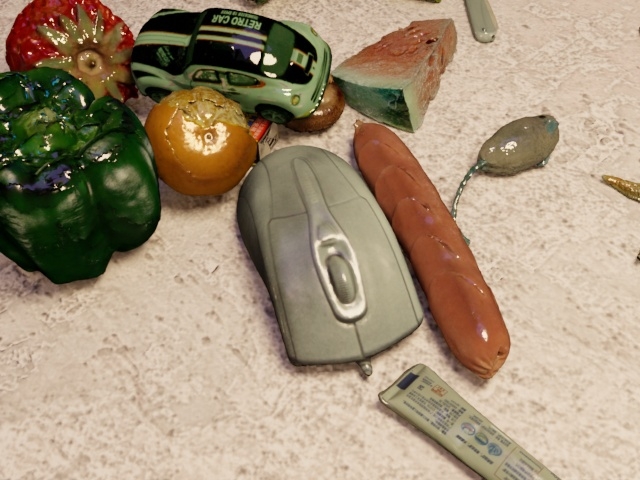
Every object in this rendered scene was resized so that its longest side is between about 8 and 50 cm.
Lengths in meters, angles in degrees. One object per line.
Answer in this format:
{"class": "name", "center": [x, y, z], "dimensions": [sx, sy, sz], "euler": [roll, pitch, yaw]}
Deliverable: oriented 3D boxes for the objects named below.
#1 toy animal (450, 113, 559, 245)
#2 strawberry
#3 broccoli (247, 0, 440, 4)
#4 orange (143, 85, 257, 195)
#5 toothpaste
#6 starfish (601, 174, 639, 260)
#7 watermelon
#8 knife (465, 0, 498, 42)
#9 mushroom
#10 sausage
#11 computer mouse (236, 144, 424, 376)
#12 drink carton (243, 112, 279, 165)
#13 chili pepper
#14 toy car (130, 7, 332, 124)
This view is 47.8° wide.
{"class": "toy animal", "center": [0.250, -0.104, 1.016], "dimensions": [0.253, 0.070, 0.079], "euler": [-42, 45, -20]}
{"class": "strawberry", "center": [-0.405, -0.296, 1.146], "dimensions": [0.205, 0.205, 0.244], "euler": [-37, 36, -21]}
{"class": "broccoli", "center": [0.011, -0.532, 1.291], "dimensions": [0.353, 0.275, 0.397], "euler": [-34, 77, 1]}
{"class": "orange", "center": [-0.168, -0.135, 0.997], "dimensions": [0.156, 0.134, 0.157], "euler": [3, 85, -29]}
{"class": "toothpaste", "center": [0.184, 0.230, 0.784], "dimensions": [0.268, 0.047, 0.069], "euler": [36, 83, 29]}
{"class": "starfish", "center": [0.484, -0.045, 0.972], "dimensions": [0.216, 0.050, 0.223], "euler": [19, 52, 27]}
{"class": "watermelon", "center": [0.139, -0.284, 1.155], "dimensions": [0.154, 0.094, 0.241], "euler": [25, 57, 32]}
{"class": "knife", "center": [0.278, -0.402, 1.258], "dimensions": [0.044, 0.023, 0.162], "euler": [-6, 54, 3]}
{"class": "mushroom", "center": [-0.023, -0.221, 1.112], "dimensions": [0.109, 0.085, 0.126], "euler": [-39, 71, 12]}
{"class": "sausage", "center": [0.136, -0.012, 0.947], "dimensions": [0.087, 0.088, 0.433], "euler": [-17, 55, -8]}
{"class": "computer mouse", "center": [0.000, 0.000, 0.930], "dimensions": [0.188, 0.122, 0.371], "euler": [-17, 57, -7]}
{"class": "drink carton", "center": [-0.153, -0.171, 1.103], "dimensions": [0.165, 0.056, 0.071], "euler": [17, 50, 16]}
{"class": "chili pepper", "center": [-0.341, -0.074, 0.925], "dimensions": [0.248, 0.257, 0.233], "euler": [38, 59, 26]}
{"class": "toy car", "center": [-0.140, -0.266, 1.037], "dimensions": [0.305, 0.125, 0.136], "euler": [12, 76, 11]}
